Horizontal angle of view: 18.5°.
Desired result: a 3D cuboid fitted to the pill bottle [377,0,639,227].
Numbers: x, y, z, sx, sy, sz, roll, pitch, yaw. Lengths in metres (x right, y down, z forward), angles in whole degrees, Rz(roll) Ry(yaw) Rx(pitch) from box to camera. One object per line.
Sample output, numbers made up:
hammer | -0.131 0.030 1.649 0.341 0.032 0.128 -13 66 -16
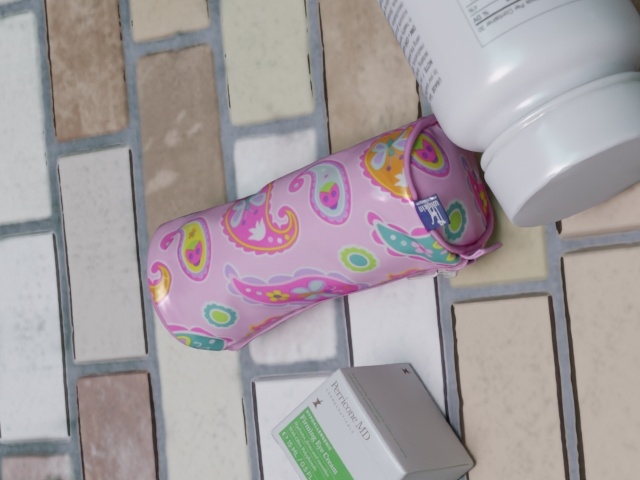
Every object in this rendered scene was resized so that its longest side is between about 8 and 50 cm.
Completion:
pill bottle | 0.132 -0.163 1.393 0.160 0.160 0.283 -35 71 31

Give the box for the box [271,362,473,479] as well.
box | 0.040 0.159 1.502 0.087 0.102 0.101 -44 65 26

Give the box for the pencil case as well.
pencil case | 0.000 0.000 1.519 0.284 0.124 0.124 -20 79 33
